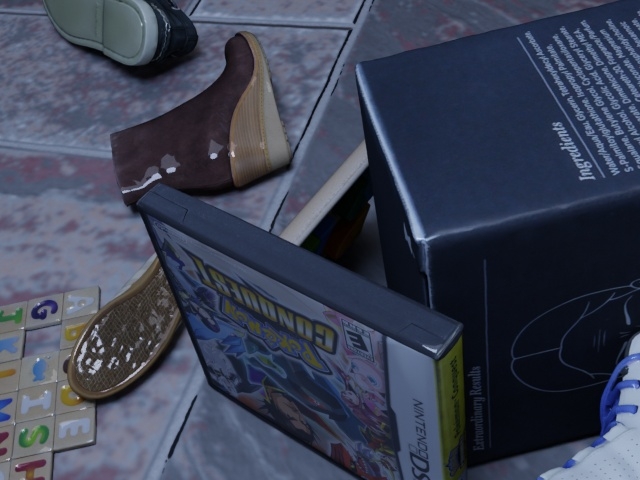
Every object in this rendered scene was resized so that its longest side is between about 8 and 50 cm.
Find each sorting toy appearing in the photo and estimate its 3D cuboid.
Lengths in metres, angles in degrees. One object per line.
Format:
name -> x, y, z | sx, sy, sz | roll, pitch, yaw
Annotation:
sorting toy -> 0.000, 0.000, 0.832 | 0.038, 0.208, 0.193 | 36, 60, 7

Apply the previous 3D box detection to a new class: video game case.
video game case -> -0.009, 0.096, 0.696 | 0.275, 0.248, 0.035 | 24, 56, 30

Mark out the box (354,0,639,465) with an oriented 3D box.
box -> 0.253, -0.015, 0.717 | 0.396, 0.293, 0.212 | -13, 46, -2

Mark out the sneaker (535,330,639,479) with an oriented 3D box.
sneaker -> 0.221, 0.165, 0.601 | 0.316, 0.127, 0.182 | -12, 36, -8

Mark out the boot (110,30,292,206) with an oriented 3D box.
boot -> -0.156, -0.156, 1.068 | 0.207, 0.090, 0.248 | -13, 50, -4

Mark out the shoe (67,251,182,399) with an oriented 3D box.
shoe -> -0.175, 0.073, 0.892 | 0.077, 0.058, 0.219 | 36, 62, 0

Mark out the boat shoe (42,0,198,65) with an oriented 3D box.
boat shoe -> -0.291, -0.339, 1.258 | 0.113, 0.127, 0.340 | -10, 30, -40

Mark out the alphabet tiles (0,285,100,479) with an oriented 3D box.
alphabet tiles -> -0.318, 0.154, 0.872 | 0.198, 0.009, 0.237 | -12, 46, 0
